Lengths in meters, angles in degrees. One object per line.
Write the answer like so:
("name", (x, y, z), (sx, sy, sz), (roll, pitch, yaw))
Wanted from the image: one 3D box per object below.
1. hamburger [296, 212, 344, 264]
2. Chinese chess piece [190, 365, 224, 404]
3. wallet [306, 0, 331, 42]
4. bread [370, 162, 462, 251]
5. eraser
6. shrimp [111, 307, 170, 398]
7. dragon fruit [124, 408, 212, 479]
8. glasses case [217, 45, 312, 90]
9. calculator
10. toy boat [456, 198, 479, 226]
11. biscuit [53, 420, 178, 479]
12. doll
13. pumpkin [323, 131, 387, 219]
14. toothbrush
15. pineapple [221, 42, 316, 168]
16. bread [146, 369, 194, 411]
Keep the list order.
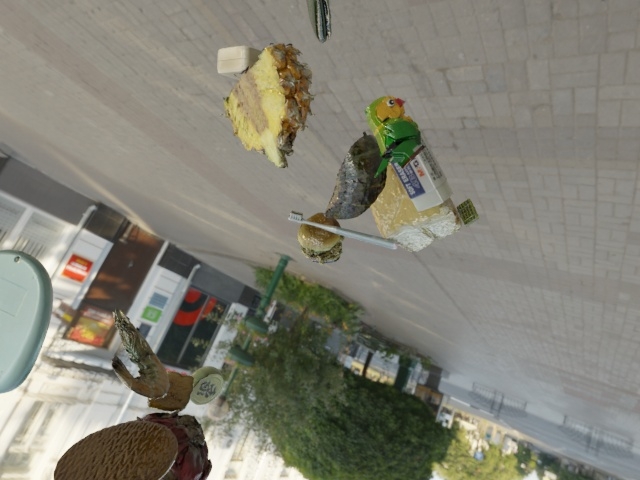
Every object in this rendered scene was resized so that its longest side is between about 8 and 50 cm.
("hamburger", (0.000, 0.000, 1.368), (0.159, 0.185, 0.131), (-3, 148, -3))
("Chinese chess piece", (-0.428, 0.538, 1.526), (0.058, 0.144, 0.144), (30, 173, 43))
("wallet", (-0.013, -0.658, 1.090), (0.055, 0.160, 0.236), (-19, 174, 0))
("bread", (0.371, -0.180, 1.688), (0.279, 0.390, 0.371), (-28, 154, 22))
("eraser", (0.323, -0.246, 1.388), (0.124, 0.081, 0.279), (-22, 100, 56))
("shrimp", (-0.508, 0.300, 1.098), (0.296, 0.058, 0.169), (48, -179, 16))
("dragon fruit", (-0.473, 0.662, 1.176), (0.329, 0.329, 0.329), (22, 166, 6))
("glasses case", (-0.179, -0.572, 1.395), (0.143, 0.076, 0.336), (13, -167, 36))
("calculator", (-0.574, 0.159, 0.719), (0.183, 0.296, 0.042), (22, 179, 6))
("toy boat", (0.557, -0.106, 1.559), (0.016, 0.115, 0.063), (35, 121, -28))
("biscuit", (-0.460, 0.502, 0.943), (0.261, 0.037, 0.262), (1, -171, 0))
("doll", (0.174, -0.261, 1.010), (0.134, 0.187, 0.106), (-15, 174, -4))
("pumpkin", (0.117, -0.190, 1.216), (0.111, 0.278, 0.163), (34, 164, 30))
("toothbrush", (0.068, -0.030, 1.245), (0.342, 0.025, 0.030), (17, 131, 1))
("pineapple", (-0.099, -0.359, 1.190), (0.344, 0.208, 0.286), (-19, 97, 54))
("bread", (-0.495, 0.497, 1.361), (0.140, 0.128, 0.069), (15, 156, -21))
